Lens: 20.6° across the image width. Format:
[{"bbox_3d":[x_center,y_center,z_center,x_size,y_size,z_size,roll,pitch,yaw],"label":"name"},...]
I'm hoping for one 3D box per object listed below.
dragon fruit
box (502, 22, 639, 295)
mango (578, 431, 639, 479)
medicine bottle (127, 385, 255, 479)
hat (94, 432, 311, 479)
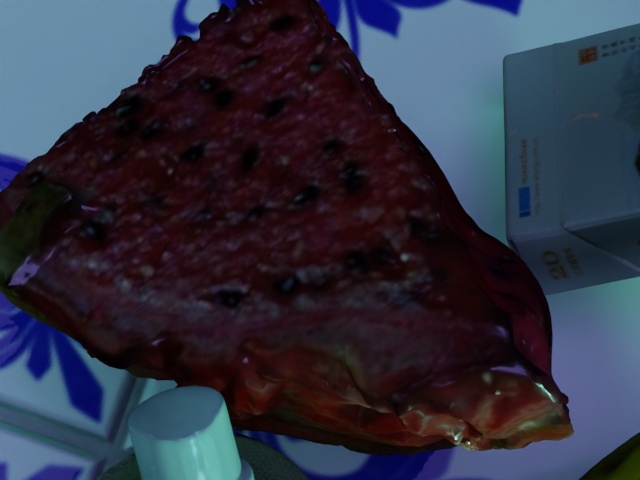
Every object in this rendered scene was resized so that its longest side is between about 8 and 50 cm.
[{"bbox_3d":[0.000,0.000,0.877,0.302,0.330,0.240,-18,121,-21],"label":"dragon fruit"},{"bbox_3d":[0.223,-0.063,1.016,0.233,0.067,0.149,-12,48,19],"label":"box"},{"bbox_3d":[0.198,0.293,0.915,0.301,0.220,0.445,26,86,-27],"label":"mango"},{"bbox_3d":[-0.031,0.236,0.862,0.110,0.110,0.352,-18,113,-13],"label":"medicine bottle"},{"bbox_3d":[-0.107,0.213,0.938,0.252,0.110,0.252,-12,107,-44],"label":"hat"}]
